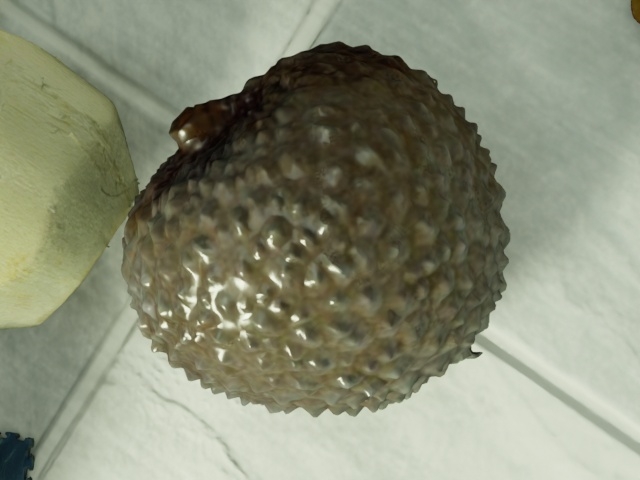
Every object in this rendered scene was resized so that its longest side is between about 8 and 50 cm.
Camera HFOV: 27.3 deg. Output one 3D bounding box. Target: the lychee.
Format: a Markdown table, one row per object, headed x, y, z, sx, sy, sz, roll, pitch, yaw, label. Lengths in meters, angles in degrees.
| x | y | z | sx | sy | sz | roll | pitch | yaw | label |
| --- | --- | --- | --- | --- | --- | --- | --- | --- | --- |
| -0.005 | -0.001 | 1.008 | 0.300 | 0.300 | 0.300 | -2 | 83 | 20 | lychee |

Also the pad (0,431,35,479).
| x | y | z | sx | sy | sz | roll | pitch | yaw | label |
| --- | --- | --- | --- | --- | --- | --- | --- | --- | --- |
| -0.398 | 0.302 | 1.253 | 0.269 | 0.012 | 0.269 | 2 | 85 | 21 | pad |

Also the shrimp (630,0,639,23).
| x | y | z | sx | sy | sz | roll | pitch | yaw | label |
| --- | --- | --- | --- | --- | --- | --- | --- | --- | --- |
| 0.308 | -0.194 | 1.039 | 0.127 | 0.025 | 0.091 | 12 | 88 | 25 | shrimp |

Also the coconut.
| x | y | z | sx | sy | sz | roll | pitch | yaw | label |
| --- | --- | --- | --- | --- | --- | --- | --- | --- | --- |
| -0.295 | -0.061 | 1.117 | 0.247 | 0.245 | 0.245 | 38 | 99 | -16 | coconut |
